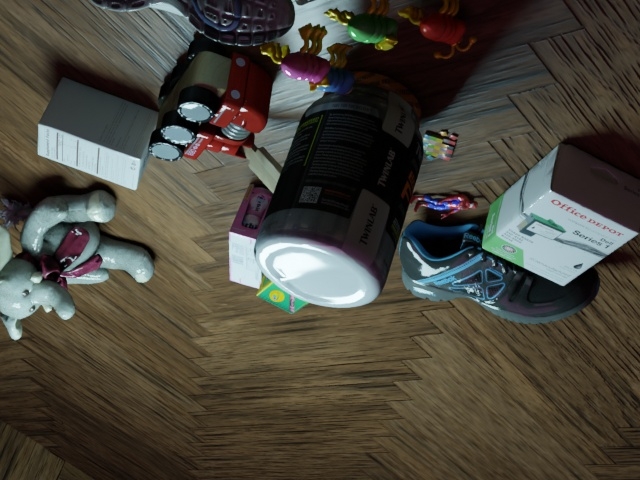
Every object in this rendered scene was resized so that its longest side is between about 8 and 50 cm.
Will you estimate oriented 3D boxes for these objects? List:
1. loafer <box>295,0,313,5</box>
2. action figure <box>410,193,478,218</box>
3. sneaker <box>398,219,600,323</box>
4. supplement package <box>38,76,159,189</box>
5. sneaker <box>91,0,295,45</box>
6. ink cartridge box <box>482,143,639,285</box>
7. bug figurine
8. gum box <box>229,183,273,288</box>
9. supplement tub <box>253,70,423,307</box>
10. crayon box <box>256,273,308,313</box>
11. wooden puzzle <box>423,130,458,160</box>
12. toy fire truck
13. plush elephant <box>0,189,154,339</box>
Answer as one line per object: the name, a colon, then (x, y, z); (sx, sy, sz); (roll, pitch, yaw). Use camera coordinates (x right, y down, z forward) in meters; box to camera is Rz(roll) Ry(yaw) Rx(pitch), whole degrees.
loafer: (-0.073, -0.389, 1.480); (0.084, 0.096, 0.267); (-33, 129, 23)
action figure: (0.204, -0.059, 1.955); (0.115, 0.030, 0.038); (-2, 139, 29)
sneaker: (0.290, 0.047, 1.984); (0.340, 0.125, 0.140); (6, 143, 18)
supplement package: (-0.373, -0.179, 2.008); (0.179, 0.105, 0.105); (21, 150, -2)
sneaker: (-0.167, -0.344, 1.609); (0.297, 0.129, 0.111); (19, 111, 12)
ink cartridge box: (0.372, -0.036, 1.828); (0.160, 0.093, 0.219); (24, 150, -10)
bug figurine: (0.056, -0.252, 1.573); (0.279, 0.072, 0.216); (-20, 169, 37)
gum box: (-0.119, -0.008, 2.142); (0.062, 0.107, 0.188); (16, 150, 5)
supplement tub: (0.037, -0.078, 1.727); (0.193, 0.316, 0.193); (14, 151, 8)
crayon box: (0.000, 0.000, 2.029); (0.081, 0.165, 0.278); (28, 150, -14)
wooden puzzle: (0.181, -0.146, 1.843); (0.049, 0.006, 0.083); (17, 150, 3)
toy fire truck: (-0.124, -0.170, 1.859); (0.246, 0.158, 0.217); (17, 152, -20)
plush elephant: (-0.537, 0.053, 2.334); (0.330, 0.255, 0.272); (10, 149, 16)
